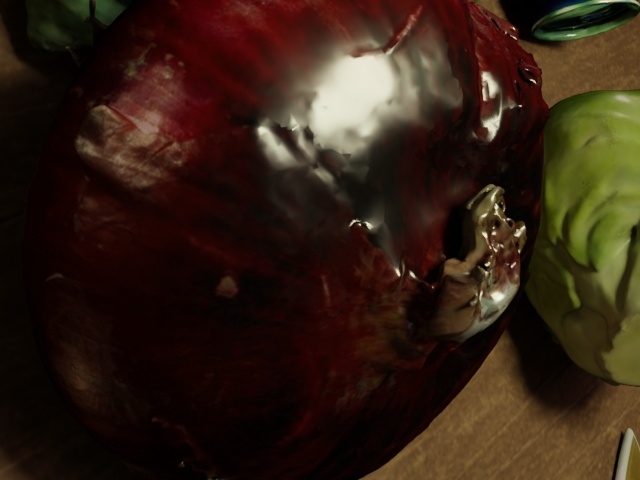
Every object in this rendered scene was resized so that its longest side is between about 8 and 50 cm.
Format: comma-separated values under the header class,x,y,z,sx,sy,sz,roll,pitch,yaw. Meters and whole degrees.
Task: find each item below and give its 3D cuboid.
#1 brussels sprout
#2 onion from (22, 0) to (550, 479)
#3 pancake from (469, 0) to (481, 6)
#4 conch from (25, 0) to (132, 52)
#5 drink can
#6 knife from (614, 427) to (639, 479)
class,x,y,z,sx,sy,sz,roll,pitch,yaw
brussels sprout,0.248,-0.005,1.143,0.244,0.244,0.244,25,56,-45
onion,0.000,0.000,0.753,0.314,0.232,0.314,-28,134,-33
pancake,0.046,-0.227,1.100,0.253,0.037,0.254,24,58,-46
conch,-0.096,-0.186,0.824,0.175,0.122,0.188,32,44,8
drink can,0.208,-0.281,1.271,0.118,0.118,0.205,2,76,-53
knife,0.243,0.263,1.168,0.046,0.022,0.256,39,47,-32
